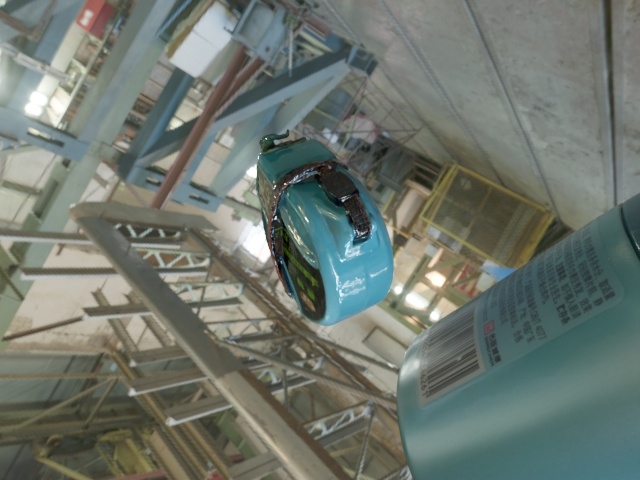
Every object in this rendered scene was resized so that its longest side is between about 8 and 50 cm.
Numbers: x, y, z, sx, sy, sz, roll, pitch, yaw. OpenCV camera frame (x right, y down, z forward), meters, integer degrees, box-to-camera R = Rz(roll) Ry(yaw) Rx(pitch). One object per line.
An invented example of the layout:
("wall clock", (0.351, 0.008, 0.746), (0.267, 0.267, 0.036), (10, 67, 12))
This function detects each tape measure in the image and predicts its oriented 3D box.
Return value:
("tape measure", (0.000, 0.000, 0.406), (0.125, 0.081, 0.146), (49, 152, 39))

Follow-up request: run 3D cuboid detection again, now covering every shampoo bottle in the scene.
("shampoo bottle", (0.301, 0.160, 0.517), (0.331, 0.343, 0.331), (29, -141, -27))
